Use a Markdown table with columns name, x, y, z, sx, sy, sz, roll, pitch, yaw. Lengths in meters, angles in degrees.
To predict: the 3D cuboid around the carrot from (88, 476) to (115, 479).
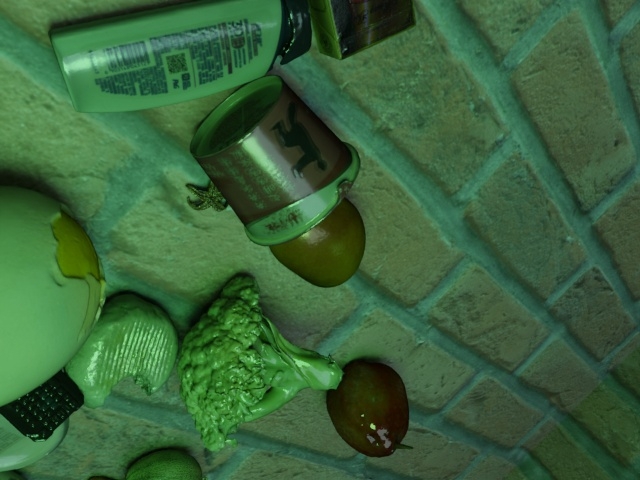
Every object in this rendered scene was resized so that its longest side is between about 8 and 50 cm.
| name | x | y | z | sx | sy | sz | roll | pitch | yaw |
| --- | --- | --- | --- | --- | --- | --- | --- | --- | --- |
| carrot | -0.459 | 0.574 | 1.277 | 0.042 | 0.042 | 0.170 | -43 | 134 | 2 |

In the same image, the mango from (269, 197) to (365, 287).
| name | x | y | z | sx | sy | sz | roll | pitch | yaw |
| --- | --- | --- | --- | --- | --- | --- | --- | --- | --- |
| mango | 0.004 | -0.005 | 1.084 | 0.175 | 0.139 | 0.254 | -35 | 143 | 12 |

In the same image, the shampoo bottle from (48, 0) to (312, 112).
| name | x | y | z | sx | sy | sz | roll | pitch | yaw |
| --- | --- | --- | --- | --- | --- | --- | --- | --- | --- |
| shampoo bottle | -0.185 | -0.272 | 0.811 | 0.359 | 0.078 | 0.134 | -20 | 134 | -19 |

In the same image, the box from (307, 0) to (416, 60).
| name | x | y | z | sx | sy | sz | roll | pitch | yaw |
| --- | --- | --- | --- | --- | --- | --- | --- | --- | --- |
| box | 0.054 | -0.421 | 0.858 | 0.159 | 0.071 | 0.240 | -29 | 132 | -14 |

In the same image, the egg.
| name | x | y | z | sx | sy | sz | roll | pitch | yaw |
| --- | --- | --- | --- | --- | --- | --- | --- | --- | --- |
| egg | -0.448 | 0.079 | 0.728 | 0.282 | 0.345 | 0.283 | 3 | 113 | 6 |

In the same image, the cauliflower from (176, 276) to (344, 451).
| name | x | y | z | sx | sy | sz | roll | pitch | yaw |
| --- | --- | --- | --- | --- | --- | --- | --- | --- | --- |
| cauliflower | -0.144 | 0.242 | 1.087 | 0.281 | 0.260 | 0.327 | 27 | 77 | -36 |

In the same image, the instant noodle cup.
| name | x | y | z | sx | sy | sz | roll | pitch | yaw |
| --- | --- | --- | --- | --- | --- | --- | --- | --- | --- |
| instant noodle cup | -0.080 | -0.135 | 0.888 | 0.234 | 0.235 | 0.178 | -41 | 124 | 0 |

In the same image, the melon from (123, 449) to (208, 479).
| name | x | y | z | sx | sy | sz | roll | pitch | yaw |
| --- | --- | --- | --- | --- | --- | --- | --- | --- | --- |
| melon | -0.345 | 0.545 | 1.260 | 0.192 | 0.139 | 0.139 | 10 | 116 | -33 |

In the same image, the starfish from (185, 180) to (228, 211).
| name | x | y | z | sx | sy | sz | roll | pitch | yaw |
| --- | --- | --- | --- | --- | --- | --- | --- | --- | --- |
| starfish | -0.189 | -0.081 | 0.981 | 0.091 | 0.028 | 0.078 | -31 | 131 | -16 |

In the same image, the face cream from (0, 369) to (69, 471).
| name | x | y | z | sx | sy | sz | roll | pitch | yaw |
| --- | --- | --- | --- | --- | --- | --- | --- | --- | --- |
| face cream | -0.525 | 0.275 | 0.944 | 0.177 | 0.153 | 0.177 | -16 | 128 | -20 |

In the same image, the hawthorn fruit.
| name | x | y | z | sx | sy | sz | roll | pitch | yaw |
| --- | --- | --- | --- | --- | --- | --- | --- | --- | --- |
| hawthorn fruit | 0.134 | 0.434 | 1.395 | 0.210 | 0.262 | 0.211 | -14 | 127 | -19 |

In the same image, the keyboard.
| name | x | y | z | sx | sy | sz | roll | pitch | yaw |
| --- | --- | --- | --- | --- | --- | --- | --- | --- | --- |
| keyboard | -0.489 | 0.190 | 0.860 | 0.016 | 0.262 | 0.106 | -40 | -174 | 47 |

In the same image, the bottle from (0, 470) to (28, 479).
| name | x | y | z | sx | sy | sz | roll | pitch | yaw |
| --- | --- | --- | --- | --- | --- | --- | --- | --- | --- |
| bottle | -0.646 | 0.447 | 1.023 | 0.109 | 0.110 | 0.233 | -32 | 134 | -8 |

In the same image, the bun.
| name | x | y | z | sx | sy | sz | roll | pitch | yaw |
| --- | --- | --- | --- | --- | --- | --- | --- | --- | --- |
| bun | -0.365 | 0.199 | 1.006 | 0.204 | 0.126 | 0.212 | -61 | 142 | -17 |
